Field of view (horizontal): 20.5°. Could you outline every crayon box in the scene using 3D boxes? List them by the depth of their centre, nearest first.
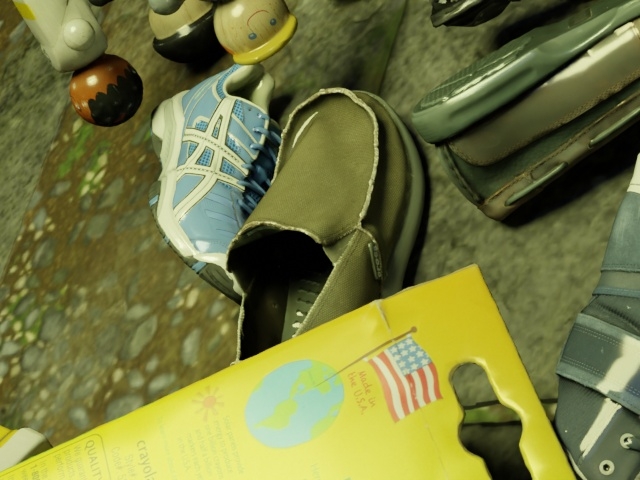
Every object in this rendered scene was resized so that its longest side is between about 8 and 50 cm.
[{"bbox_3d":[-0.030,0.162,0.839,0.318,0.081,0.202,-24,47,5],"label":"crayon box"}]

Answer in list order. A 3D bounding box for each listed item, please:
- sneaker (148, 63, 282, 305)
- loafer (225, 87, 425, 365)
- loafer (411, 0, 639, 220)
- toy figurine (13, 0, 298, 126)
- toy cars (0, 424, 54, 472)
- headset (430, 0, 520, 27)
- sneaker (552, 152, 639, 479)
[{"bbox_3d":[-0.058,-0.043,1.130,0.081,0.080,0.211,-37,40,19],"label":"sneaker"},{"bbox_3d":[0.000,0.000,1.029,0.094,0.087,0.251,-24,45,30],"label":"loafer"},{"bbox_3d":[0.181,-0.100,0.959,0.267,0.084,0.096,-26,12,22],"label":"loafer"},{"bbox_3d":[-0.088,-0.179,1.181,0.213,0.148,0.209,-20,22,29],"label":"toy figurine"},{"bbox_3d":[-0.156,0.225,0.953,0.176,0.087,0.394,-16,43,1],"label":"toy cars"},{"bbox_3d":[0.064,-0.313,1.126,0.185,0.243,0.394,-23,64,26],"label":"headset"},{"bbox_3d":[0.205,0.067,0.779,0.226,0.086,0.163,23,85,43],"label":"sneaker"}]
